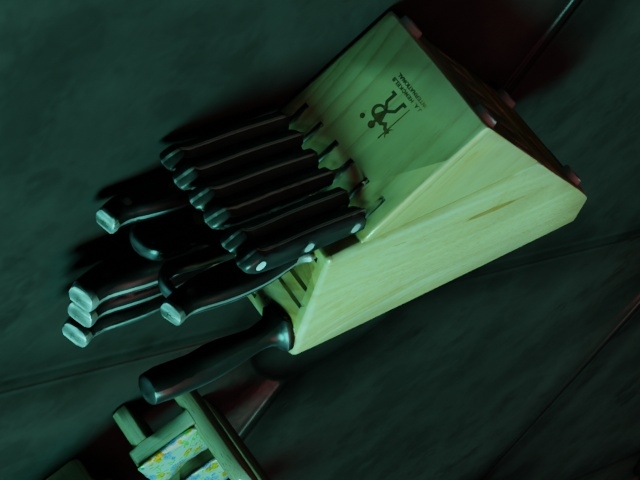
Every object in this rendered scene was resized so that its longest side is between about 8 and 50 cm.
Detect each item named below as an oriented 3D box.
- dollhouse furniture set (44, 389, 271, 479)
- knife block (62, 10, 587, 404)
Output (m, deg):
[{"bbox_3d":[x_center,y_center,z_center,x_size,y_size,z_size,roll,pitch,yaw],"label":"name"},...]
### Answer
[{"bbox_3d":[-0.107,0.235,1.192,0.212,0.161,0.242,-37,158,-1],"label":"dollhouse furniture set"},{"bbox_3d":[0.000,0.000,0.993,0.242,0.088,0.275,-42,158,12],"label":"knife block"}]
